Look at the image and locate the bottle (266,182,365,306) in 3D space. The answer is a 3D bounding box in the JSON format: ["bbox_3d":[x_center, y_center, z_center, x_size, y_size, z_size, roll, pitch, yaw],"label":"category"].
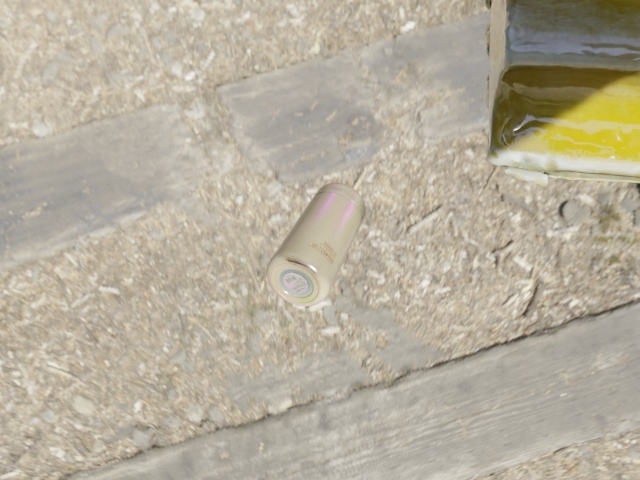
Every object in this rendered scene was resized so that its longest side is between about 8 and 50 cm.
[{"bbox_3d":[0.000,0.000,0.621,0.045,0.045,0.096,22,44,8],"label":"bottle"}]

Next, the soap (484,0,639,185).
[{"bbox_3d":[0.220,-0.102,0.429,0.274,0.089,0.174,5,48,5],"label":"soap"}]
